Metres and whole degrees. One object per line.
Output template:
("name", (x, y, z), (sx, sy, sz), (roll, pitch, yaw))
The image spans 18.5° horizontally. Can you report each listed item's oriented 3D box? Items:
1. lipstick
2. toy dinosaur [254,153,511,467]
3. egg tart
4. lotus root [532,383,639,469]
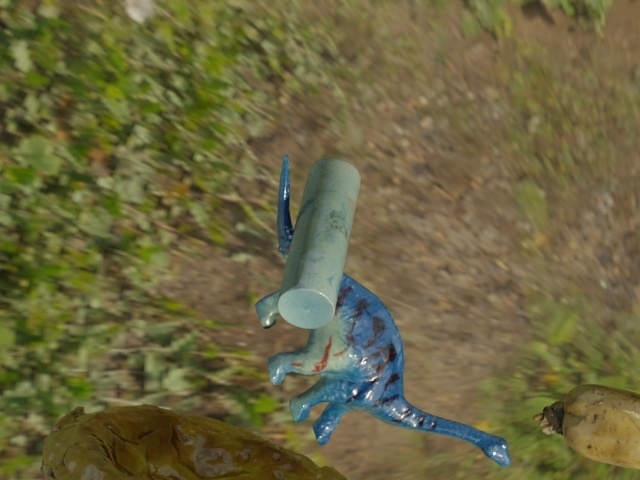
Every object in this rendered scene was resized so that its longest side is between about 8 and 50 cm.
("lipstick", (0.000, 0.000, 1.599), (0.048, 0.048, 0.158), (2, 44, 10))
("toy dinosaur", (0.014, 0.097, 1.662), (0.144, 0.076, 0.329), (-35, 98, 17))
("egg tart", (-0.102, 0.256, 1.764), (0.341, 0.341, 0.129), (18, 98, 11))
("lotus root", (0.248, 0.159, 1.661), (0.152, 0.072, 0.063), (7, 53, 31))
